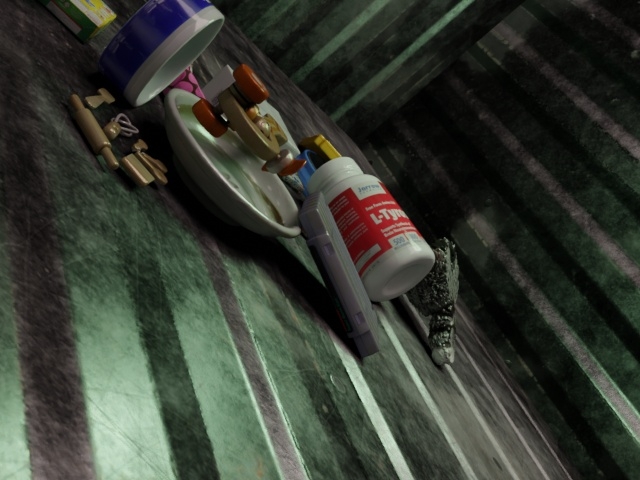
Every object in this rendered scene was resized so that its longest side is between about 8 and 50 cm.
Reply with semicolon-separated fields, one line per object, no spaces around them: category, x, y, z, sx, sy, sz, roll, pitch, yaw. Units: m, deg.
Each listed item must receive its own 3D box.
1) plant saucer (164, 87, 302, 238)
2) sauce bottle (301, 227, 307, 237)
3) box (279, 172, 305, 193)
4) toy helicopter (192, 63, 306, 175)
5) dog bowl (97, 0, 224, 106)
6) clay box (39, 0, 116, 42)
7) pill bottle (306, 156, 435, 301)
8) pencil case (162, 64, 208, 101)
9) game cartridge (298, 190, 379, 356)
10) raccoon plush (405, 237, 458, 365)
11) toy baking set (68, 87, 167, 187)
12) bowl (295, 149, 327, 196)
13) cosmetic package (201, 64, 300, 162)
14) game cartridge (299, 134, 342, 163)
plant saucer;-0.204;-0.140;1.511;0.400;0.101;0.400;47;13;-14
sauce bottle;0.000;0.000;1.936;0.128;0.042;0.042;42;15;-28
box;-0.103;-0.212;2.218;0.094;0.027;0.137;38;18;-37
toy helicopter;-0.117;-0.231;1.545;0.235;0.140;0.355;52;10;0
dog bowl;-0.326;-0.402;1.467;0.104;0.265;0.265;46;13;-9
clay box;-0.528;-0.513;1.570;0.127;0.053;0.222;43;13;-20
pill bottle;0.132;-0.042;2.081;0.407;0.229;0.229;56;14;26
pencil case;-0.317;-0.343;1.699;0.209;0.098;0.095;60;3;32
game cartridge;0.043;0.072;1.643;0.230;0.068;0.354;-67;134;-73
raccoon plush;0.265;0.160;2.247;0.216;0.299;0.446;58;35;-51
toy baking set;-0.363;-0.184;1.269;0.256;0.030;0.197;54;10;15
bowl;0.045;-0.151;2.438;0.391;0.077;0.391;46;13;-14
cosmetic package;-0.199;-0.310;1.920;0.225;0.138;0.224;37;18;-41
game cartridge;0.054;-0.277;2.678;0.285;0.053;0.324;47;-6;-13
